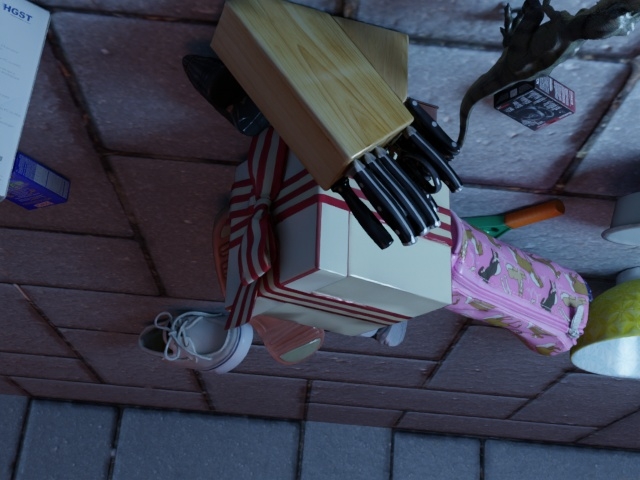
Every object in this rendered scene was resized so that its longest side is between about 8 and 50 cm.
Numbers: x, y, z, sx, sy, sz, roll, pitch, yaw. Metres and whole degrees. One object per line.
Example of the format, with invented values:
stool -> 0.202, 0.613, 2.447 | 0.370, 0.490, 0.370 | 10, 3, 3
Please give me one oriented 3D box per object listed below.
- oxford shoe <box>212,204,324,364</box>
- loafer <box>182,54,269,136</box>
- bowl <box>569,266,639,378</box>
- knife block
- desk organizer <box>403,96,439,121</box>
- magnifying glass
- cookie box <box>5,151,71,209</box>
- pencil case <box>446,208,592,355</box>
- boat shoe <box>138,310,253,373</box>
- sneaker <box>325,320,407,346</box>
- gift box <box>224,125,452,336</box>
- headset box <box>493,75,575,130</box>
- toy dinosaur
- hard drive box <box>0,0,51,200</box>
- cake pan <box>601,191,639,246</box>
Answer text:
oxford shoe -> -0.113, 0.064, 1.472 | 0.140, 0.146, 0.397 | -27, 136, -9
loafer -> -0.108, -0.179, 1.009 | 0.061, 0.062, 0.170 | 39, 177, 24
bowl -> 0.587, 0.136, 1.470 | 0.290, 0.156, 0.289 | 5, 158, 2
knife block -> 0.013, -0.114, 0.879 | 0.276, 0.242, 0.088 | 12, 156, -15
desk organizer -> 0.078, -0.151, 1.026 | 0.130, 0.050, 0.047 | 13, 156, -19
magnifying glass -> 0.280, -0.025, 1.326 | 0.092, 0.026, 0.231 | 23, 153, -38
cookie box -> -0.461, -0.090, 1.294 | 0.092, 0.040, 0.107 | -9, 153, 29
pencil case -> 0.268, 0.066, 1.311 | 0.386, 0.160, 0.167 | 23, 153, -37
boat shoe -> -0.312, 0.220, 1.917 | 0.156, 0.135, 0.367 | 26, 159, -35
sneaker -> 0.075, 0.148, 1.695 | 0.153, 0.101, 0.268 | 10, 174, 29
gift box -> 0.000, 0.000, 1.144 | 0.258, 0.255, 0.276 | 18, 148, -33
headset box -> 0.255, -0.164, 0.981 | 0.083, 0.032, 0.062 | 19, 154, -33
toy dinosaur -> 0.202, -0.195, 0.807 | 0.064, 0.118, 0.268 | 15, 156, -22
hard drive box -> -0.400, -0.164, 0.857 | 0.181, 0.232, 0.089 | 22, 152, -34
cake pan -> 0.536, -0.028, 1.132 | 0.293, 0.054, 0.293 | 3, 174, 0
